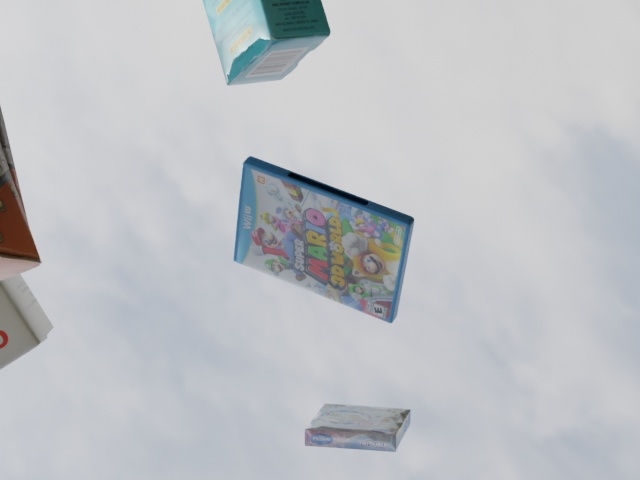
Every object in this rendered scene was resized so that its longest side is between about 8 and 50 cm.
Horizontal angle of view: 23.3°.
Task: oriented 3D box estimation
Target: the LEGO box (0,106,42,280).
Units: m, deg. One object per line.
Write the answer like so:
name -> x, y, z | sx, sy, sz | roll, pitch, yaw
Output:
LEGO box -> -0.480, -0.092, 1.036 | 0.193, 0.500, 0.372 | 19, -126, -70

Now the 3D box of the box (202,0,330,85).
box -> -0.070, -0.267, 1.350 | 0.060, 0.100, 0.244 | -10, -104, -31

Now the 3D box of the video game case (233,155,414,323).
video game case -> 0.000, 0.000, 1.418 | 0.166, 0.119, 0.015 | 21, -139, 16

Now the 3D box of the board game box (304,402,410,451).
board game box -> 0.038, 0.184, 1.530 | 0.090, 0.090, 0.020 | -37, -52, -74

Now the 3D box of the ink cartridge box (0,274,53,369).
ink cartridge box -> -0.427, 0.031, 1.515 | 0.289, 0.211, 0.121 | 57, 179, -6
